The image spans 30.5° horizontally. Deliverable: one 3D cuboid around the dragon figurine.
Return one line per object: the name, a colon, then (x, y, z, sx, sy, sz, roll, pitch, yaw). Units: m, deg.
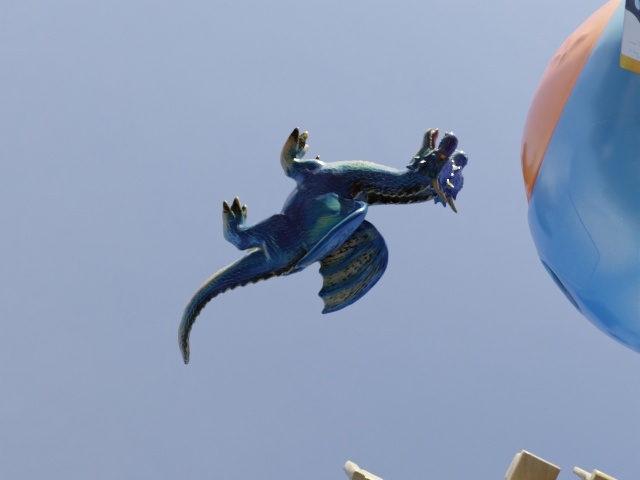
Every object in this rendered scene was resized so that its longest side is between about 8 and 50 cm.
dragon figurine: (0.000, 0.000, 0.975, 0.144, 0.085, 0.289, 31, -108, 36)

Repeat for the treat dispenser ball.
treat dispenser ball: (0.284, -0.050, 0.817, 0.288, 0.288, 0.288, 3, -115, -7)

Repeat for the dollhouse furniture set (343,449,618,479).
dollhouse furniture set: (0.108, 0.314, 1.133, 0.355, 0.174, 0.303, 27, -91, -11)

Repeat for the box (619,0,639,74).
box: (0.206, -0.132, 0.632, 0.081, 0.136, 0.028, 29, -116, 26)
